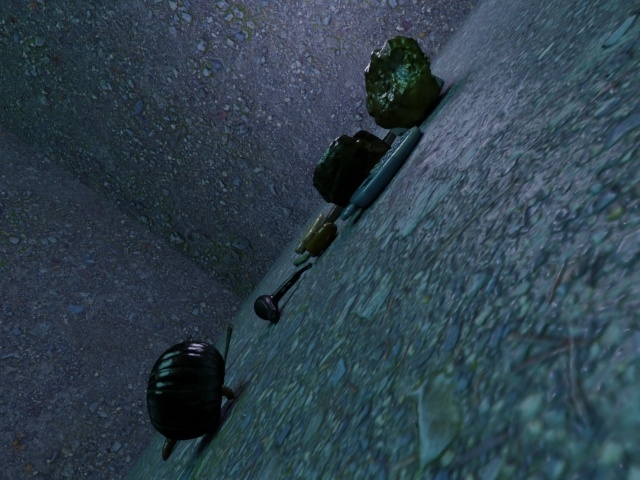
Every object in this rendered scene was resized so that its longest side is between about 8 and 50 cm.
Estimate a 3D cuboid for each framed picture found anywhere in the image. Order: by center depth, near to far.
[{"bbox_3d":[0.153,-0.242,1.858,0.446,0.028,0.326,-57,6,-36],"label":"framed picture"}]

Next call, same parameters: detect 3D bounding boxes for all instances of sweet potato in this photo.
[{"bbox_3d":[-0.419,0.551,1.517,0.255,0.058,0.078,-58,26,-6],"label":"sweet potato"}]

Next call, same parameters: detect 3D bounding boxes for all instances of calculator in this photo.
[{"bbox_3d":[0.152,-0.168,1.252,0.303,0.042,0.188,-53,6,1],"label":"calculator"}]

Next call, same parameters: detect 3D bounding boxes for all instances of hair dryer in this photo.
[{"bbox_3d":[-0.098,0.142,1.404,0.219,0.075,0.195,-47,13,-11],"label":"hair dryer"}]

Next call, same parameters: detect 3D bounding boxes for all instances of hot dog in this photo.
[{"bbox_3d":[-0.001,0.001,1.446,0.140,0.060,0.090,-43,6,31],"label":"hot dog"}]

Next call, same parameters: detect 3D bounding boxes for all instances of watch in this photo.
[{"bbox_3d":[-0.399,0.396,1.647,0.102,0.164,0.269,-138,63,-85],"label":"watch"}]

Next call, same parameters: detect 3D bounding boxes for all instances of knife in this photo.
[{"bbox_3d":[-0.072,0.071,1.832,0.043,0.020,0.293,-53,5,-12],"label":"knife"}]

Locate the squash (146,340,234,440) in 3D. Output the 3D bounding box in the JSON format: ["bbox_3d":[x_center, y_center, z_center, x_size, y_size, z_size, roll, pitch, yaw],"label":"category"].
[{"bbox_3d":[-0.287,0.325,1.073,0.172,0.218,0.218,-18,7,2],"label":"squash"}]

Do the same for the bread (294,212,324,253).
[{"bbox_3d":[-0.039,-0.035,2.156,0.182,0.039,0.251,-51,5,17],"label":"bread"}]

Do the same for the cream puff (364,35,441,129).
[{"bbox_3d":[0.253,-0.459,1.437,0.282,0.185,0.282,177,90,-67],"label":"cream puff"}]

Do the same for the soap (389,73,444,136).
[{"bbox_3d":[0.305,-0.466,1.632,0.230,0.091,0.145,-51,5,40],"label":"soap"}]

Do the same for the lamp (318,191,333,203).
[{"bbox_3d":[0.096,-0.282,2.235,0.253,0.118,0.118,-47,7,26],"label":"lamp"}]

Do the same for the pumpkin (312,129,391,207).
[{"bbox_3d":[0.096,-0.211,1.455,0.280,0.139,0.190,-33,-28,-59],"label":"pumpkin"}]
